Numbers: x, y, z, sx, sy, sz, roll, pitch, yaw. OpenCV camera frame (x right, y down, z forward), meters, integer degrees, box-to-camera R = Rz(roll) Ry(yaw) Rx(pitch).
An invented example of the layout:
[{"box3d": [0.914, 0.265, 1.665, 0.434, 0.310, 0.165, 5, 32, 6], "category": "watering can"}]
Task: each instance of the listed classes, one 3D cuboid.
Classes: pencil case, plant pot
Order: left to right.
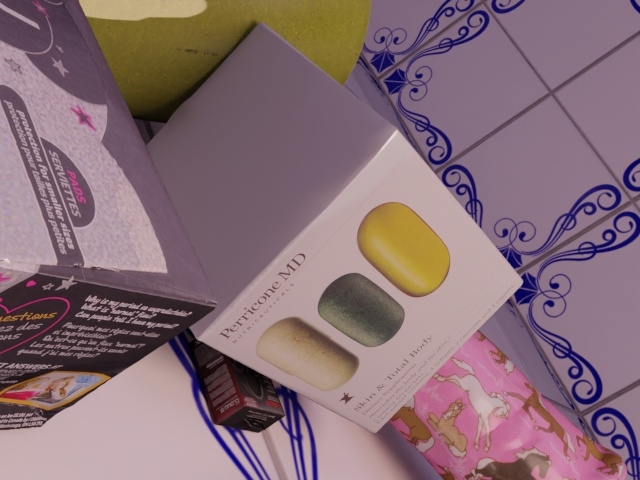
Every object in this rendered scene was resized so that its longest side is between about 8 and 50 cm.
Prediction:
[{"box3d": [-0.147, -0.216, 0.691, 0.293, 0.275, 0.274, -23, 78, -51], "category": "plant pot"}, {"box3d": [0.149, 0.160, 0.872, 0.386, 0.167, 0.160, 48, -11, 10], "category": "pencil case"}]

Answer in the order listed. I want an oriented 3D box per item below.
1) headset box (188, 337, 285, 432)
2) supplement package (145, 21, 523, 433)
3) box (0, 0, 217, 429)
[{"box3d": [-0.067, 0.117, 0.643, 0.062, 0.032, 0.083, 33, 25, -55], "category": "headset box"}, {"box3d": [0.000, 0.000, 0.676, 0.198, 0.199, 0.263, 47, 4, 41], "category": "supplement package"}, {"box3d": [-0.189, -0.045, 0.401, 0.247, 0.142, 0.163, 61, 16, 21], "category": "box"}]
